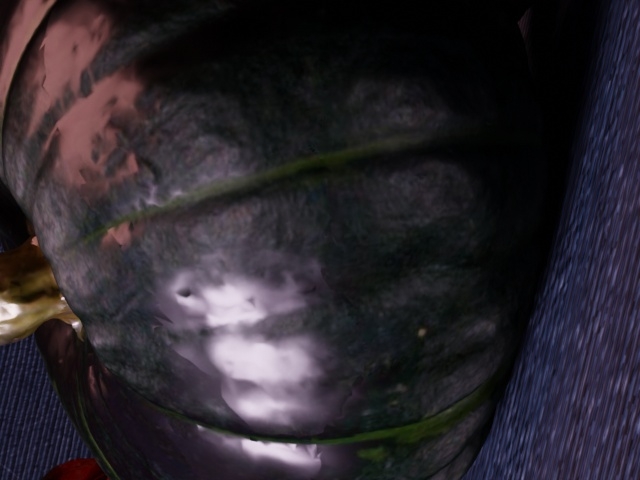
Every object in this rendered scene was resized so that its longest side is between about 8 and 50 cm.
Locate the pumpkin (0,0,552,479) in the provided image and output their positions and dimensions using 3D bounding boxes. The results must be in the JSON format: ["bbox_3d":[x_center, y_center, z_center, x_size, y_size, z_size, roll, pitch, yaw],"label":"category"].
[{"bbox_3d":[-0.030,-0.010,0.668,0.250,0.216,0.250,158,90,-77],"label":"pumpkin"}]

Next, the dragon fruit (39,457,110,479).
[{"bbox_3d":[-0.104,0.239,1.120,0.193,0.192,0.274,-71,-8,-74],"label":"dragon fruit"}]

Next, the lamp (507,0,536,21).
[{"bbox_3d":[0.049,-0.124,0.759,0.101,0.090,0.101,5,96,51],"label":"lamp"}]
